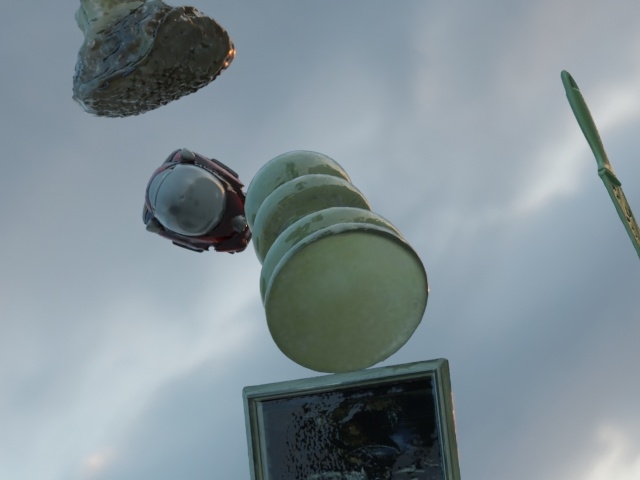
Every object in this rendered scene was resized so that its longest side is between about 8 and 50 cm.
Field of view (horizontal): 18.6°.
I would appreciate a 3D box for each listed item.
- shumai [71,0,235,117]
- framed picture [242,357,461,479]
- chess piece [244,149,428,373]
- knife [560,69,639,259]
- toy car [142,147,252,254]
[{"bbox_3d":[-0.159,-0.173,1.666,0.146,0.116,0.145,-21,-11,-4],"label":"shumai"},{"bbox_3d":[0.033,0.272,2.357,0.019,0.296,0.232,8,-107,-58],"label":"framed picture"},{"bbox_3d":[0.000,0.000,1.781,0.144,0.251,0.144,-5,-64,-10],"label":"chess piece"},{"bbox_3d":[0.257,-0.064,1.759,0.014,0.207,0.030,-30,-19,25],"label":"knife"},{"bbox_3d":[-0.142,-0.043,2.257,0.112,0.139,0.112,-65,-9,0],"label":"toy car"}]
